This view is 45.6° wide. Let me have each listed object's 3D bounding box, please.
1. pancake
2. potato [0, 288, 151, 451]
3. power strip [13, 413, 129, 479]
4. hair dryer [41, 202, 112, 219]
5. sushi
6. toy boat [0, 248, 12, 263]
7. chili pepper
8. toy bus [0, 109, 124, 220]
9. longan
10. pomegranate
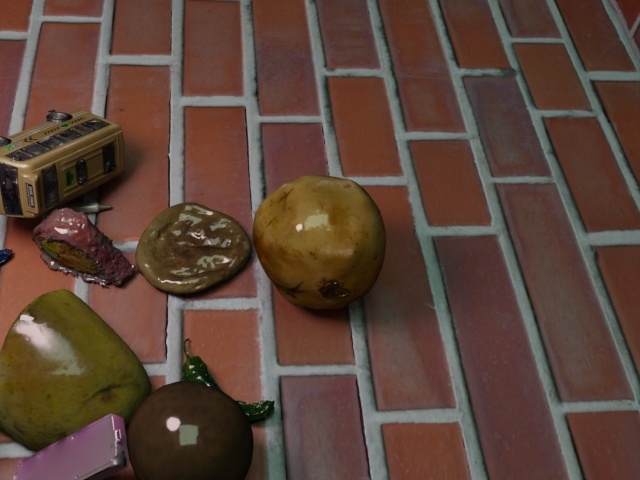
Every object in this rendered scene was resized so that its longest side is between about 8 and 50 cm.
[{"bbox_3d":[-0.330,0.016,1.933,0.294,0.049,0.295,3,53,-4],"label":"pancake"},{"bbox_3d":[-0.516,0.281,1.618,0.280,0.213,0.330,24,56,11],"label":"potato"},{"bbox_3d":[-0.498,0.447,1.521,0.278,0.037,0.109,-29,55,15],"label":"power strip"},{"bbox_3d":[-0.638,-0.095,1.987,0.183,0.044,0.155,-14,58,-22],"label":"hair dryer"},{"bbox_3d":[-0.572,0.011,1.836,0.241,0.161,0.108,19,53,8],"label":"sushi"},{"bbox_3d":[-0.795,0.042,1.867,0.083,0.038,0.038,-29,62,-24],"label":"toy boat"},{"bbox_3d":[-0.239,0.328,1.709,0.278,0.065,0.122,37,49,16],"label":"chili pepper"},{"bbox_3d":[-0.666,-0.193,1.892,0.201,0.177,0.365,19,33,21],"label":"toy bus"},{"bbox_3d":[-0.262,0.408,1.535,0.258,0.258,0.258,3,54,-5],"label":"longan"},{"bbox_3d":[0.000,0.000,1.824,0.332,0.333,0.333,3,54,-5],"label":"pomegranate"}]
